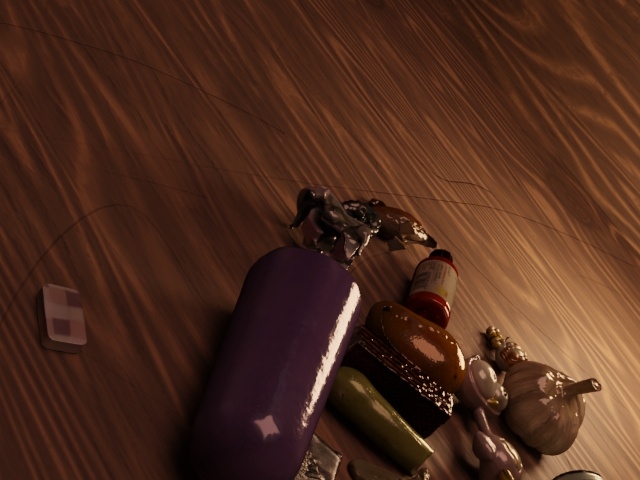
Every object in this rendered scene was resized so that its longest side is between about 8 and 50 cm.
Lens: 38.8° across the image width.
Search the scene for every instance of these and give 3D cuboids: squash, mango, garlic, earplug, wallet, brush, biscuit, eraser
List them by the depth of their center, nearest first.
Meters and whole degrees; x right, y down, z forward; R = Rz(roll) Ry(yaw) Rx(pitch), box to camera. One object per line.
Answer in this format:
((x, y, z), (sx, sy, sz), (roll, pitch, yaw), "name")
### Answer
((-0.386, 0.116, 1.354), (0.065, 0.026, 0.105), (16, 40, -36), "eraser")
((-0.076, 0.216, 1.439), (0.215, 0.215, 0.456), (38, 33, -12), "earplug")
((-0.023, 0.376, 1.471), (0.111, 0.030, 0.166), (44, 31, -11), "wallet")
((0.184, 0.457, 1.632), (0.337, 0.020, 0.085), (27, 34, -27), "brush")
((0.106, 0.324, 1.644), (0.250, 0.083, 0.083), (44, 30, -5), "squash")
((0.128, 0.269, 1.711), (0.252, 0.106, 0.070), (40, 29, -8), "biscuit")
((0.183, 0.220, 1.814), (0.236, 0.136, 0.166), (46, 30, 8), "mango")
((0.519, 0.344, 1.996), (0.219, 0.212, 0.218), (31, 38, -28), "garlic")

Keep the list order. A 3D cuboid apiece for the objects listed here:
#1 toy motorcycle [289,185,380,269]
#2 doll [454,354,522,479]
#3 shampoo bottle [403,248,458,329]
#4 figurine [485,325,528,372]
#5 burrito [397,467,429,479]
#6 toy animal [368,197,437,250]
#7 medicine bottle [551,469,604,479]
((0.000, 0.000, 1.877), (0.188, 0.143, 0.327), (34, 45, -1), "toy motorcycle")
((0.343, 0.377, 1.846), (0.160, 0.094, 0.365), (42, 29, -35), "doll")
((0.258, 0.105, 2.077), (0.104, 0.104, 0.278), (40, 30, -7), "shampoo bottle")
((0.432, 0.258, 2.149), (0.101, 0.068, 0.143), (9, 33, -51), "figurine")
((0.131, 0.463, 1.509), (0.229, 0.063, 0.058), (-56, 139, -46), "burrito")
((0.195, -0.037, 2.212), (0.188, 0.089, 0.179), (25, 20, -22), "toy animal")
((0.525, 0.562, 1.805), (0.135, 0.135, 0.168), (29, 33, -25), "medicine bottle")
